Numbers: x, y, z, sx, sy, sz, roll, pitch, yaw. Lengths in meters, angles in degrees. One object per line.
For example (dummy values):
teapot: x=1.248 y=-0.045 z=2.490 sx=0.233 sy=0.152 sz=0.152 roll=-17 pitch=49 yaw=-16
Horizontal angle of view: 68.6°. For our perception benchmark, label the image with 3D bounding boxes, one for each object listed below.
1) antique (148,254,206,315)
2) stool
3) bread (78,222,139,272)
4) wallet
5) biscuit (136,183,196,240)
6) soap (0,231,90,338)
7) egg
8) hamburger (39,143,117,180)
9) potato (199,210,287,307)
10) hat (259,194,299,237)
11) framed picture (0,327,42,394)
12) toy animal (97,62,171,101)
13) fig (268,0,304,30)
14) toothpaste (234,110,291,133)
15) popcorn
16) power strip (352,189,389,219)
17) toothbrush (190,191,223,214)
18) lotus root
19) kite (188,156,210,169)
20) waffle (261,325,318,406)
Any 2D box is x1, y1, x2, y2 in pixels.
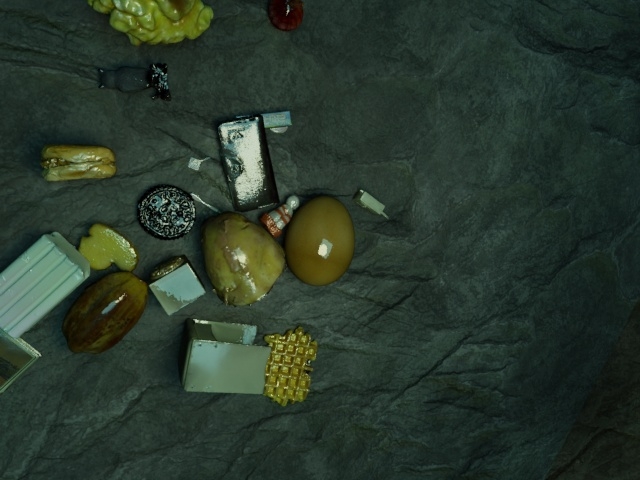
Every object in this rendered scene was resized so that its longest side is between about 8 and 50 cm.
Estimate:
antique: x=-0.478 y=0.137 z=1.550 sx=0.146 sy=0.152 sz=0.148 roll=-32 pitch=109 yaw=-12
stool: x=-0.329 y=0.386 z=1.586 sx=0.269 sy=0.243 sz=0.171 roll=9 pitch=94 yaw=-21
bread: x=-0.679 y=0.037 z=1.513 sx=0.187 sy=0.065 sz=0.149 roll=41 pitch=91 yaw=-18
wallet: x=-0.248 y=-0.261 z=1.617 sx=0.172 sy=0.045 sz=0.318 roll=-15 pitch=111 yaw=-14
biscuit: x=-0.510 y=-0.092 z=1.559 sx=0.194 sy=0.053 sz=0.195 roll=-3 pitch=98 yaw=-20
soap: x=-0.860 y=0.132 z=1.420 sx=0.289 sy=0.095 sz=0.173 roll=-43 pitch=102 yaw=-2
egg: x=0.000 y=0.000 z=1.655 sx=0.249 sy=0.250 sz=0.323 roll=12 pitch=87 yaw=-21
hamburger: x=-0.715 y=-0.229 z=1.391 sx=0.213 sy=0.213 sz=0.108 roll=-1 pitch=99 yaw=-20
potato: x=-0.283 y=0.031 z=1.530 sx=0.301 sy=0.288 sz=0.237 roll=-48 pitch=127 yaw=-25
hat: x=-0.135 y=-0.091 z=1.668 sx=0.162 sy=0.112 sz=0.094 roll=-39 pitch=113 yaw=-13
framed picture: x=-1.034 y=0.348 z=1.444 sx=0.197 sy=0.014 sz=0.252 roll=-45 pitch=109 yaw=-10
toy animal: x=-0.577 y=-0.490 z=1.452 sx=0.209 sy=0.117 sz=0.121 roll=-9 pitch=106 yaw=-21
fig: x=-0.111 y=-0.768 z=1.584 sx=0.128 sy=0.150 sz=0.129 roll=-14 pitch=138 yaw=-13
toothpaste: x=-0.199 y=-0.405 z=1.639 sx=0.193 sy=0.044 sz=0.071 roll=-11 pitch=101 yaw=-18
popcorn: x=-0.504 y=-0.725 z=1.373 sx=0.279 sy=0.275 sz=0.335 roll=38 pitch=39 yaw=10
power strip: x=0.201 y=-0.132 z=1.806 sx=0.175 sy=0.075 sz=0.042 roll=34 pitch=83 yaw=-20
toothbrush: x=-0.344 y=-0.091 z=1.639 sx=0.257 sy=0.024 sz=0.018 roll=35 pitch=105 yaw=-21
lotus root: x=-0.673 y=0.214 z=1.483 sx=0.291 sy=0.193 sz=0.193 roll=-46 pitch=110 yaw=0
kite: x=-0.413 y=-0.263 z=1.601 sx=0.077 sy=0.002 sz=0.044 roll=-5 pitch=99 yaw=-19
waffle: x=-0.116 y=0.476 z=1.774 sx=0.283 sy=0.065 sz=0.310 roll=-34 pitch=108 yaw=-13
